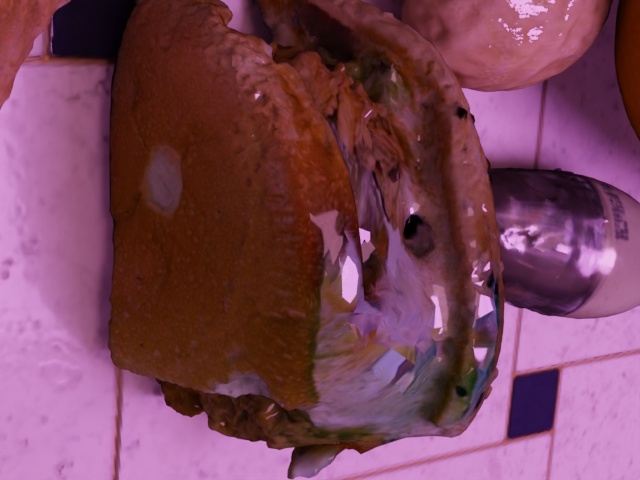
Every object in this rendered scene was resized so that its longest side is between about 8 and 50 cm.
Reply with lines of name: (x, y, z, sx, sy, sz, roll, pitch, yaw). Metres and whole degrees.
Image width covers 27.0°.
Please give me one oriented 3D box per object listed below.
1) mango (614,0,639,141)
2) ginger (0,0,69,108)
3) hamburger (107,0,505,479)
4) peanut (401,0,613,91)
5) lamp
mango: (0.368, -0.116, 0.864, 0.445, 0.232, 0.300, 21, 134, -38)
ginger: (-0.209, -0.117, 0.570, 0.157, 0.102, 0.216, -48, 137, 15)
hamburger: (0.000, 0.000, 0.723, 0.167, 0.192, 0.288, -13, 111, -46)
peanut: (0.116, -0.168, 0.808, 0.140, 0.109, 0.159, 1, 104, -46)
lamp: (0.156, 0.002, 0.901, 0.250, 0.101, 0.101, 9, 97, -28)
